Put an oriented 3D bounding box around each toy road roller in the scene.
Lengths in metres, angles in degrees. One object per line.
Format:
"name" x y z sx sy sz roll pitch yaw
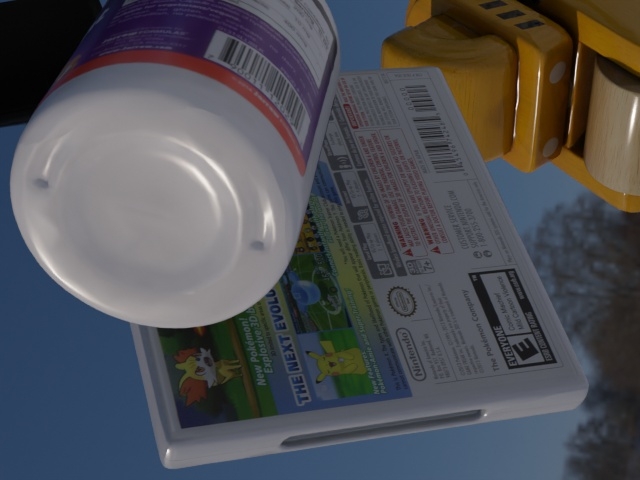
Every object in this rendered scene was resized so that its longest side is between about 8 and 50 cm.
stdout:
"toy road roller" 0.208 -0.153 1.315 0.240 0.329 0.202 -31 -40 -25

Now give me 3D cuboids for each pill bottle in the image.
"pill bottle" -0.049 -0.061 0.536 0.193 0.108 0.108 -77 -14 -56

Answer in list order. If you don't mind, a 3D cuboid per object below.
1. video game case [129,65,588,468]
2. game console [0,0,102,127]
"video game case" 0.000 0.000 0.944 0.036 0.300 0.329 106 152 -48
"game console" -0.361 -0.286 1.373 0.361 0.213 0.044 66 152 15
